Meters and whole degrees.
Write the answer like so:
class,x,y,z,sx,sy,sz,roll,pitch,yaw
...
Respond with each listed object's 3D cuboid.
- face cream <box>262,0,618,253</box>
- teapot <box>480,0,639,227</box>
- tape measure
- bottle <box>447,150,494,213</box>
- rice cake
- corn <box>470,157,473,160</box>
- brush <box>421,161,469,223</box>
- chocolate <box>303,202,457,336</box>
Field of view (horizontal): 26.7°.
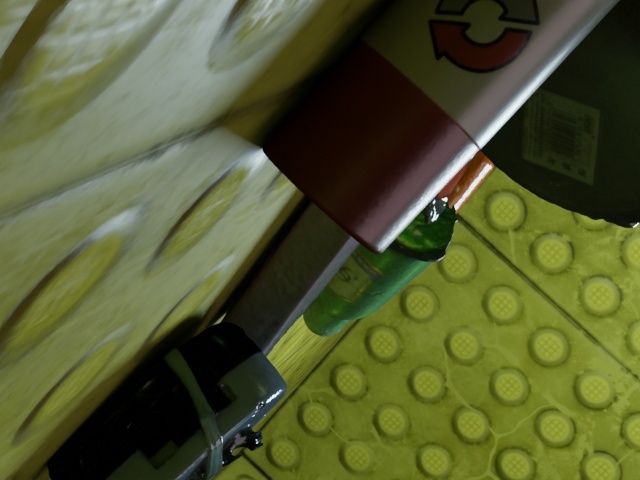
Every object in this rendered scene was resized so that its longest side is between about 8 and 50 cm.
class,x,y,z,sx,sy,sz,roll,pitch,yaw
face cream,0.072,-0.100,0.768,0.214,0.096,0.096,-47,174,4
teapot,0.264,-0.151,1.004,0.223,0.305,0.285,2,-134,48
tape measure,-0.113,0.152,1.096,0.181,0.107,0.182,-41,172,5
bottle,0.208,-0.112,1.876,0.187,0.069,0.069,-52,173,15
rice cake,0.000,0.000,1.121,0.073,0.056,0.365,-41,172,-48
corn,0.154,-0.136,1.270,0.237,0.079,0.079,-48,175,32
brush,0.101,-0.092,1.170,0.070,0.051,0.323,-51,165,-20
chocolate,0.052,0.034,1.575,0.110,0.110,0.291,-44,176,-34
